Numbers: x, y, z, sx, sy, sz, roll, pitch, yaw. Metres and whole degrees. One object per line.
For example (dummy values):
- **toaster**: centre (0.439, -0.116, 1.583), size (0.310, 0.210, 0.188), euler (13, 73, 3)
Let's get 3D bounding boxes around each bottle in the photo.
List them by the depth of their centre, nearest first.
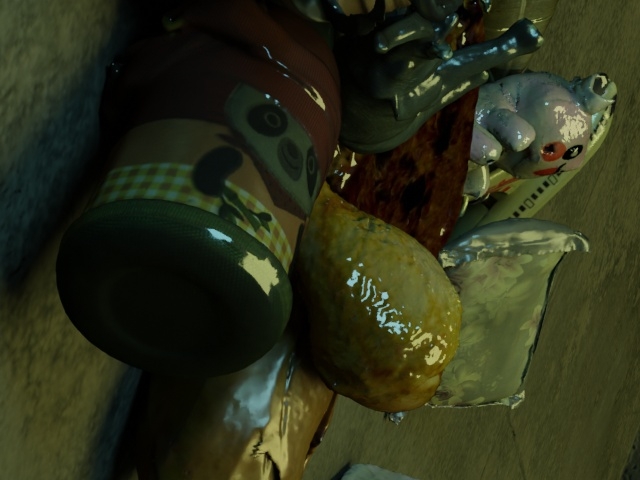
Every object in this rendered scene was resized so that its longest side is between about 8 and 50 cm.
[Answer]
- **bottle**: centre (-0.061, -0.061, 1.141), size (0.156, 0.143, 0.271), euler (104, 2, -48)

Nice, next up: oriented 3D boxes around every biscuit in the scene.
- **biscuit**: centre (0.040, -0.065, 1.520), size (0.289, 0.081, 0.334), euler (-32, 136, -57)

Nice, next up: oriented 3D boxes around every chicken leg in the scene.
- **chicken leg**: centre (0.002, -0.002, 1.274), size (0.087, 0.251, 0.107), euler (-33, -177, 39)

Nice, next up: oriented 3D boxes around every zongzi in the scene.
- **zongzi**: centre (0.130, -0.191, 1.710), size (0.176, 0.078, 0.160), euler (-17, 138, -41)

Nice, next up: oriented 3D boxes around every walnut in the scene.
- **walnut**: centre (-0.053, 0.100, 1.332), size (0.137, 0.137, 0.245), euler (77, 26, -55)

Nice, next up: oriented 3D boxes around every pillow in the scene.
- **pillow**: centre (0.150, 0.072, 1.860), size (0.169, 0.059, 0.255), euler (-10, 137, -23)

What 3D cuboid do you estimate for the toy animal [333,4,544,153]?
- **toy animal**: centre (0.066, -0.124, 1.259), size (0.137, 0.082, 0.269), euler (-32, 178, -12)

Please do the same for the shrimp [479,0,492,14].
- **shrimp**: centre (0.125, -0.278, 1.598), size (0.101, 0.042, 0.190), euler (7, 81, -75)

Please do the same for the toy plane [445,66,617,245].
- **toy plane**: centre (0.192, -0.059, 1.900), size (0.256, 0.104, 0.242), euler (-60, 159, 4)

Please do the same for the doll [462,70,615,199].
- **doll**: centre (0.162, -0.095, 1.731), size (0.192, 0.095, 0.149), euler (-11, 161, -25)

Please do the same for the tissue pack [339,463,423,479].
- **tissue pack**: centre (0.036, 0.343, 1.777), size (0.185, 0.124, 0.225), euler (-31, 134, -61)

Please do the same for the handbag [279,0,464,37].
- **handbag**: centre (0.012, -0.240, 1.046), size (0.302, 0.149, 0.283), euler (71, 4, -62)
